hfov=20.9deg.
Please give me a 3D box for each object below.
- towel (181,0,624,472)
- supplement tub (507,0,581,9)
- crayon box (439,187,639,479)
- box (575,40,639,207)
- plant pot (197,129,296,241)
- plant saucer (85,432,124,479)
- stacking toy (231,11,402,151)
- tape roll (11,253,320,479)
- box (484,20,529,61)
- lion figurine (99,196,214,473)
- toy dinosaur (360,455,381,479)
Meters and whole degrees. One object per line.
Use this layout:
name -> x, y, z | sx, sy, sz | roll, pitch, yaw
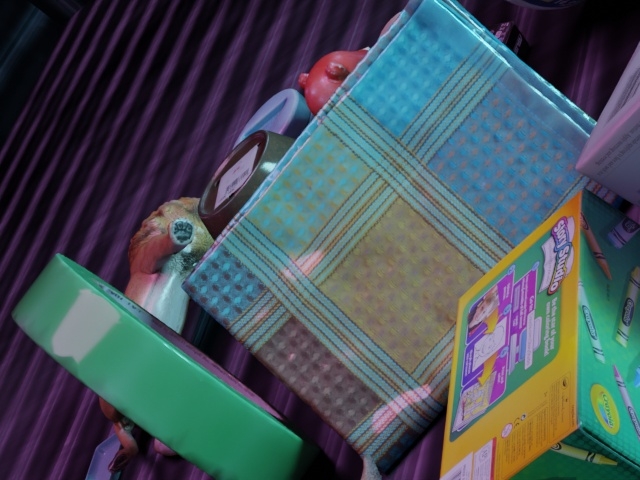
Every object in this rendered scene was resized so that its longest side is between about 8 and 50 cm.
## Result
towel -> 0.078, -0.012, 1.577 | 0.370, 0.271, 0.040 | -50, -15, 7
supplement tub -> 0.291, -0.372, 1.712 | 0.316, 0.228, 0.228 | -17, 41, 57
crayon box -> 0.179, 0.108, 1.360 | 0.165, 0.081, 0.278 | -45, 21, 35
box -> 0.311, -0.125, 1.353 | 0.182, 0.119, 0.181 | -60, 1, -20
plant pot -> 0.000, 0.000, 1.723 | 0.215, 0.230, 0.215 | -43, 23, 23
plant saucer -> -0.270, 0.310, 2.095 | 0.067, 0.018, 0.192 | -37, 26, 35
stacking toy -> 0.013, -0.197, 2.156 | 0.309, 0.130, 0.279 | -26, 34, 50
tape roll -> -0.148, 0.136, 1.686 | 0.077, 0.321, 0.321 | -54, 21, -3
box -> 0.119, -0.147, 1.905 | 0.184, 0.045, 0.191 | -9, 46, 40
lion figurine -> -0.201, 0.109, 2.111 | 0.392, 0.142, 0.240 | -65, 16, -19
toy dinosaur -> 0.036, 0.242, 1.397 | 0.200, 0.127, 0.295 | -23, -1, 27
